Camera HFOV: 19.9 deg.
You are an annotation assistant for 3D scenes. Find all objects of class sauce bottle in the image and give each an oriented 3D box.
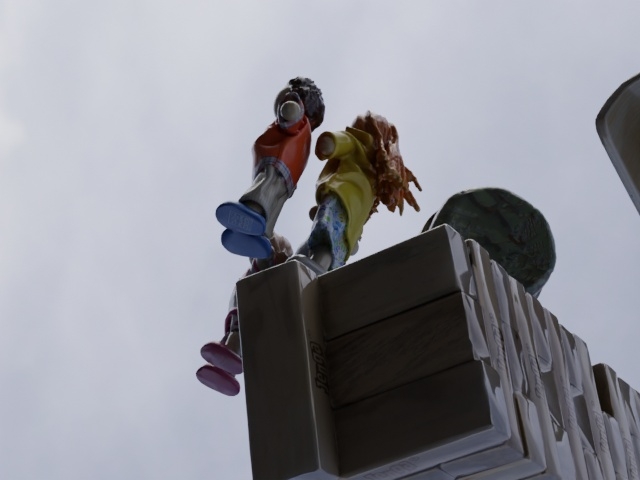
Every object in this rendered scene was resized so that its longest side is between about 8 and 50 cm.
[{"bbox_3d":[0.094,0.077,1.576,0.344,0.111,0.111,119,-37,-57],"label":"sauce bottle"}]

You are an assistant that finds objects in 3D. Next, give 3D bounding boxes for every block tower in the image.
[{"bbox_3d":[0.093,0.103,0.796,0.097,0.335,0.091,-23,-123,24],"label":"block tower"}]

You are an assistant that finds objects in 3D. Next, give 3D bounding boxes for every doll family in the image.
[{"bbox_3d":[0.000,0.000,1.282,0.118,0.263,0.163,20,-128,5],"label":"doll family"}]

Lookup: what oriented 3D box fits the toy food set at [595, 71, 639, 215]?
[{"bbox_3d":[0.384,-0.044,1.371,0.306,0.219,0.092,-9,-137,32],"label":"toy food set"}]
